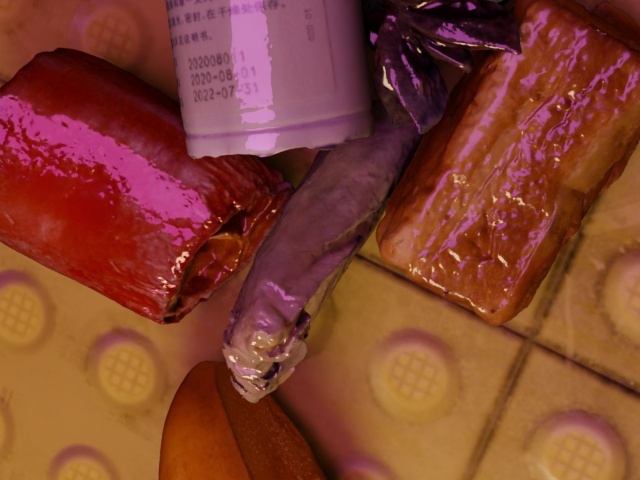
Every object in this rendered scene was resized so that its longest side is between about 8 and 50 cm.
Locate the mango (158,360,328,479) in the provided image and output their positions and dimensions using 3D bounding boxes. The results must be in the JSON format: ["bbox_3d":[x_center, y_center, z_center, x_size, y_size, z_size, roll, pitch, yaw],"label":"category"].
[{"bbox_3d":[-0.080,0.301,1.680,0.199,0.201,0.350,-24,83,3],"label":"mango"}]

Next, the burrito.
[{"bbox_3d":[-0.003,0.002,1.604,0.107,0.175,0.348,30,72,-6],"label":"burrito"}]

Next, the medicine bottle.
[{"bbox_3d":[-0.058,-0.252,1.485,0.190,0.190,0.332,-4,98,22],"label":"medicine bottle"}]

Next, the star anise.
[{"bbox_3d":[0.098,-0.227,1.455,0.129,0.212,0.283,-2,120,-17],"label":"star anise"}]

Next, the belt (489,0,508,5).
[{"bbox_3d":[0.202,-0.284,1.515,0.151,0.121,0.079,-20,93,34],"label":"belt"}]

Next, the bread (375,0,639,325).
[{"bbox_3d":[0.201,-0.085,1.531,0.195,0.149,0.344,30,108,-8],"label":"bread"}]

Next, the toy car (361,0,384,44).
[{"bbox_3d":[0.054,-0.363,1.567,0.141,0.097,0.321,29,112,21],"label":"toy car"}]

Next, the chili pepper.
[{"bbox_3d":[-0.215,-0.044,1.656,0.305,0.229,0.251,32,113,12],"label":"chili pepper"}]
